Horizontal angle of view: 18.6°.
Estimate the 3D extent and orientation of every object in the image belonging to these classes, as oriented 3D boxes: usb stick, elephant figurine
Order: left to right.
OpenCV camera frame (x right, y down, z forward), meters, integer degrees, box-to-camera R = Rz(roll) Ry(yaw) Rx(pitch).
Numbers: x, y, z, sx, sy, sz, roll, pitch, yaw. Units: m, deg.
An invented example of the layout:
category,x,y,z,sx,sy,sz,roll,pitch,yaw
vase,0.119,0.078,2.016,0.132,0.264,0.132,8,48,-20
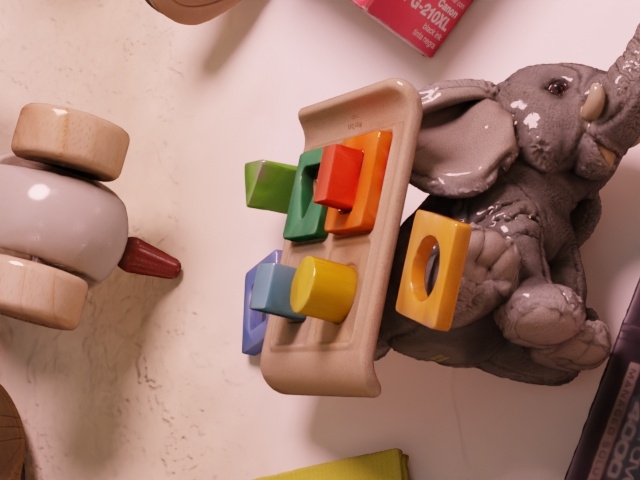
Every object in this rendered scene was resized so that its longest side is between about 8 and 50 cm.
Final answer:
category,x,y,z,sx,sy,sz,roll,pitch,yaw
elephant figurine,0.129,-0.039,1.241,0.186,0.169,0.239,12,71,1
usb stick,0.196,0.121,1.188,0.077,0.045,0.278,18,82,30

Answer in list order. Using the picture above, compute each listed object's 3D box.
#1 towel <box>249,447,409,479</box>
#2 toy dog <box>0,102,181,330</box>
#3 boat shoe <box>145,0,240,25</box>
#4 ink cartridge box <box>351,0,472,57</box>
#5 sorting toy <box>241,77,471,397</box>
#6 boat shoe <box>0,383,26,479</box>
category,x,y,z,sx,sy,sz,roll,pitch,yaw
towel,-0.041,0.213,1.327,0.237,0.021,0.102,-17,67,27
toy dog,-0.230,-0.011,1.488,0.334,0.161,0.220,34,95,53
boat shoe,-0.062,-0.293,1.493,0.092,0.103,0.285,18,77,46
ink cartridge box,0.074,-0.279,1.393,0.172,0.100,0.237,41,97,37
sorting toy,0.000,0.000,1.246,0.348,0.047,0.196,170,108,-68
boat shoe,-0.254,0.196,1.439,0.223,0.080,0.073,-112,31,-41
